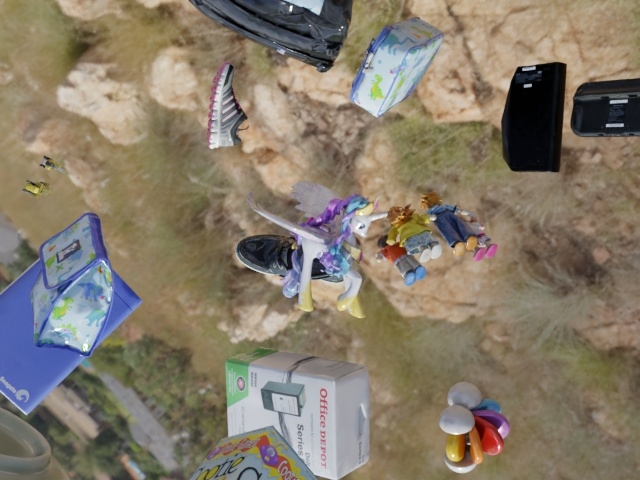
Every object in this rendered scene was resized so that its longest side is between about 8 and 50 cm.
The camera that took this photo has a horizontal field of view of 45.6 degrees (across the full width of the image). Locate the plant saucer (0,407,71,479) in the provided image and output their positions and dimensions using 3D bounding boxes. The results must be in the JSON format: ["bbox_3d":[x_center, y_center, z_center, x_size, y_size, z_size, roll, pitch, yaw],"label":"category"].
[{"bbox_3d":[-0.486,0.290,1.034,0.401,0.100,0.400,27,176,2],"label":"plant saucer"}]

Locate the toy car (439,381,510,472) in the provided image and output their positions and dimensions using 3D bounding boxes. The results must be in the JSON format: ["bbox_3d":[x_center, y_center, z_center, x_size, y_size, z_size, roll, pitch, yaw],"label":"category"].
[{"bbox_3d":[0.340,0.408,1.658,0.136,0.182,0.159,1,120,24],"label":"toy car"}]

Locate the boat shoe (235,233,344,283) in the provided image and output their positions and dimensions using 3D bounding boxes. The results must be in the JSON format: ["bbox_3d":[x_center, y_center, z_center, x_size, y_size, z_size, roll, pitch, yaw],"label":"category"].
[{"bbox_3d":[-0.077,0.049,2.171,0.340,0.127,0.113,18,170,1],"label":"boat shoe"}]

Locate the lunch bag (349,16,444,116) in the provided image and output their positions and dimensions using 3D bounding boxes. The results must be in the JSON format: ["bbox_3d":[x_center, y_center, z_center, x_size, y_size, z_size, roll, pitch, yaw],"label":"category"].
[{"bbox_3d":[0.150,-0.346,1.522,0.090,0.219,0.176,35,126,11],"label":"lunch bag"}]

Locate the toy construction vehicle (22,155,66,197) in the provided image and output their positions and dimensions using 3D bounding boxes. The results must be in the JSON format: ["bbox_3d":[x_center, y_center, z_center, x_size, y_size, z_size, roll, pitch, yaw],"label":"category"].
[{"bbox_3d":[-0.558,-0.124,1.554,0.035,0.085,0.098,23,174,3],"label":"toy construction vehicle"}]

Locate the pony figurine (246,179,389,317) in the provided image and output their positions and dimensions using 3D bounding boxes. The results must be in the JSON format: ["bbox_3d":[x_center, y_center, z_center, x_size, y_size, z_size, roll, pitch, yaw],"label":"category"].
[{"bbox_3d":[0.000,0.000,1.993,0.351,0.303,0.363,22,119,24],"label":"pony figurine"}]

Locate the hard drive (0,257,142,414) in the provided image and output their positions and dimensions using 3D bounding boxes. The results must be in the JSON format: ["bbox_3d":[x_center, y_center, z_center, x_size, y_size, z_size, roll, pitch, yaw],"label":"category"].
[{"bbox_3d":[-0.546,0.161,1.537,0.210,0.318,0.040,52,158,-21],"label":"hard drive"}]

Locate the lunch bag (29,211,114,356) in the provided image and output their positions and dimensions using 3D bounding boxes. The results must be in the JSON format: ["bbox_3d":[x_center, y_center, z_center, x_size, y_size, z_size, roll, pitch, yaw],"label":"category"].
[{"bbox_3d":[-0.320,0.053,1.000,0.096,0.151,0.129,19,-160,-33],"label":"lunch bag"}]

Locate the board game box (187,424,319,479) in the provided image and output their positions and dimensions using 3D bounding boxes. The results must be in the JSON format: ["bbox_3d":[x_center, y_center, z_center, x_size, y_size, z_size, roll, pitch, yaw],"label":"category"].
[{"bbox_3d":[-0.136,0.406,1.033,0.144,0.275,0.142,-28,103,45],"label":"board game box"}]

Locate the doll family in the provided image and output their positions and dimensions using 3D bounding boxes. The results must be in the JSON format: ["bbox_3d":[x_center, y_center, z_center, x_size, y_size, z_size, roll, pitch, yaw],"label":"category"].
[{"bbox_3d":[0.229,-0.029,1.548,0.163,0.263,0.118,-124,25,-45],"label":"doll family"}]

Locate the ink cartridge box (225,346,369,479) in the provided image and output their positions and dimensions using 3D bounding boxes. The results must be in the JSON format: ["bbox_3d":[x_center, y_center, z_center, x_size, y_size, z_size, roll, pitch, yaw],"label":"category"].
[{"bbox_3d":[-0.050,0.351,1.585,0.289,0.122,0.211,2,97,36],"label":"ink cartridge box"}]

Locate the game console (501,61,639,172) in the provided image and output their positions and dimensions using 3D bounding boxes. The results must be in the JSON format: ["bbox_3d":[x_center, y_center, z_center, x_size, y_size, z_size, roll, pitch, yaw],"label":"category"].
[{"bbox_3d":[0.491,-0.232,1.436,0.361,0.044,0.213,9,97,52],"label":"game console"}]

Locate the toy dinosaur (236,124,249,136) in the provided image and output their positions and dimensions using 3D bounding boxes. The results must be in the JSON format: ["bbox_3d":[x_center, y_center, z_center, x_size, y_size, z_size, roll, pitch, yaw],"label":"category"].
[{"bbox_3d":[-0.258,-0.313,2.213,0.082,0.090,0.047,43,151,52],"label":"toy dinosaur"}]

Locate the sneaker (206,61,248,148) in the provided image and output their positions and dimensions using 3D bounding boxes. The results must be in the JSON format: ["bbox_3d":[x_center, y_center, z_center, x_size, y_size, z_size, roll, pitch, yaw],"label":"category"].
[{"bbox_3d":[-0.178,-0.263,1.502,0.063,0.075,0.170,-153,69,-69],"label":"sneaker"}]

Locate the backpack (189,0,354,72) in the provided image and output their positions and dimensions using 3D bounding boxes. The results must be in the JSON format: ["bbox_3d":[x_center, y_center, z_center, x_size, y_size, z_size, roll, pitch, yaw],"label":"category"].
[{"bbox_3d":[-0.112,-0.508,1.504,0.356,0.273,0.290,10,177,-3],"label":"backpack"}]
